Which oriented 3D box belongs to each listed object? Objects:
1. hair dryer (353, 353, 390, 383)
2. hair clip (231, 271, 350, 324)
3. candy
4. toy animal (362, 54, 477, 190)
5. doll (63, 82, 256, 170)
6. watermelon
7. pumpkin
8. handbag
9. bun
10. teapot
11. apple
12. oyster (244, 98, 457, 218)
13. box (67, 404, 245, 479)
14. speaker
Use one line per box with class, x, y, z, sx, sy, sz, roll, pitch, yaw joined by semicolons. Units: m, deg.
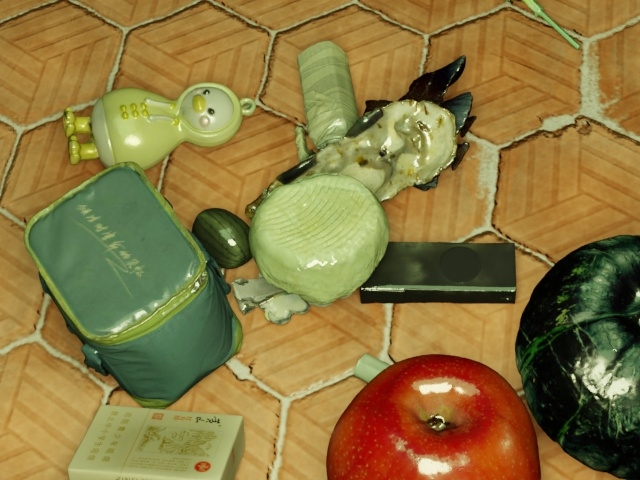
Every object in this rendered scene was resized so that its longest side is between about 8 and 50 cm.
hair dryer;0.057;0.217;1.524;0.063;0.038;0.124;26;73;22
hair clip;-0.040;0.056;1.621;0.172;0.049;0.116;-20;63;-8
candy;0.351;-0.374;1.835;0.194;0.062;0.058;50;31;20
toy animal;0.143;-0.187;1.700;0.179;0.116;0.218;12;77;17
doll;-0.246;-0.184;1.748;0.296;0.117;0.141;-16;61;-2
watermelon;-0.143;-0.005;1.651;0.110;0.078;0.078;33;68;27
pumpkin;0.388;0.151;1.408;0.315;0.238;0.315;8;55;-11
handbag;-0.246;0.068;1.522;0.222;0.241;0.263;-33;58;-8
bun;0.000;0.000;1.566;0.195;0.118;0.195;-4;50;4
teapot;0.002;-0.200;1.754;0.107;0.077;0.200;-23;55;22
apple;0.136;0.262;1.367;0.260;0.216;0.260;0;50;0
oyster;0.043;-0.104;1.655;0.345;0.078;0.129;-24;97;18
box;-0.209;0.281;1.467;0.201;0.058;0.141;2;29;8
speaker;0.165;0.047;1.601;0.218;0.044;0.082;1;59;7
